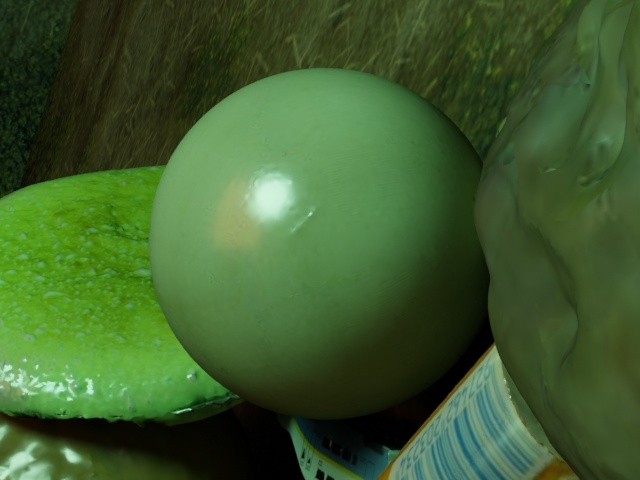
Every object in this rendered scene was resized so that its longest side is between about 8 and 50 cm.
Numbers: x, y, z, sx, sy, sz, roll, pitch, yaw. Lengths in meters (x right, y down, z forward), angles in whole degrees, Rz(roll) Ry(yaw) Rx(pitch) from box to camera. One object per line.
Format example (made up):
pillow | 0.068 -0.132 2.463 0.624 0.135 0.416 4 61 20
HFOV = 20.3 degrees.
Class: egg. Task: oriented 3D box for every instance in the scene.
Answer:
egg | 0.000 0.000 0.976 0.253 0.188 0.189 -143 71 -79

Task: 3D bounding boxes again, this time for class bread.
bread | -0.120 0.026 1.149 0.301 0.301 0.045 -107 13 -59

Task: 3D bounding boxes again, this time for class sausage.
sausage | 0.048 0.158 0.854 0.093 0.093 0.312 -91 26 -43

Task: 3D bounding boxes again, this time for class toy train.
toy train | 0.018 0.122 1.031 0.234 0.052 0.051 -166 88 -71

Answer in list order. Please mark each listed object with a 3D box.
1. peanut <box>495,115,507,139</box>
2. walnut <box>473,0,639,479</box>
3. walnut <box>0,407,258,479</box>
peanut | 0.111 -0.028 0.905 0.054 0.054 0.113 127 156 -44
walnut | 0.166 -0.017 0.468 0.273 0.227 0.273 -164 90 -77
walnut | -0.182 0.198 1.177 0.333 0.332 0.333 -163 90 -71
